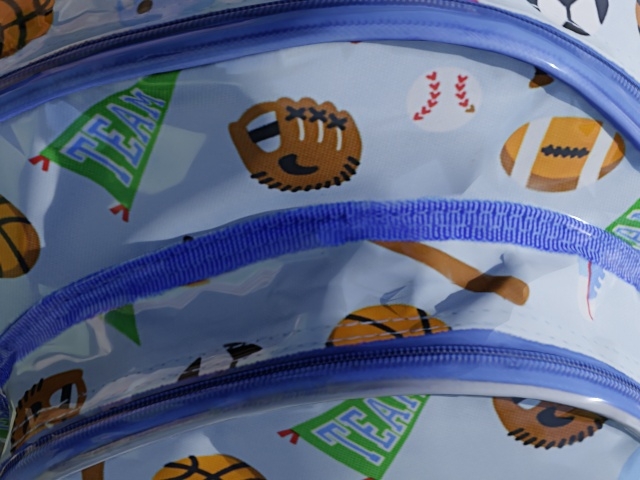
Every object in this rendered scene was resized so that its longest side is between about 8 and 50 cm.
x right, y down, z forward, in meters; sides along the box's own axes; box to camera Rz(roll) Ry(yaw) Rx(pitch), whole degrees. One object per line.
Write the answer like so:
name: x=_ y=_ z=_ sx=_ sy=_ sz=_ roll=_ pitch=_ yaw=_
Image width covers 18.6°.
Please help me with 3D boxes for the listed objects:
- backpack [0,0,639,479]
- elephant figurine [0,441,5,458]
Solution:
backpack: x=0.000 y=0.000 z=0.536 sx=0.263 sy=0.276 sz=0.213 roll=50 pitch=26 yaw=-42
elephant figurine: x=-0.104 y=-0.043 z=0.696 sx=0.239 sy=0.186 sz=0.169 roll=-49 pitch=161 yaw=-13
